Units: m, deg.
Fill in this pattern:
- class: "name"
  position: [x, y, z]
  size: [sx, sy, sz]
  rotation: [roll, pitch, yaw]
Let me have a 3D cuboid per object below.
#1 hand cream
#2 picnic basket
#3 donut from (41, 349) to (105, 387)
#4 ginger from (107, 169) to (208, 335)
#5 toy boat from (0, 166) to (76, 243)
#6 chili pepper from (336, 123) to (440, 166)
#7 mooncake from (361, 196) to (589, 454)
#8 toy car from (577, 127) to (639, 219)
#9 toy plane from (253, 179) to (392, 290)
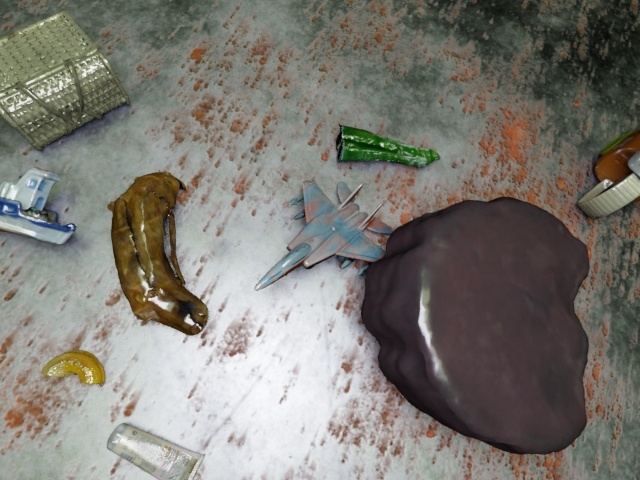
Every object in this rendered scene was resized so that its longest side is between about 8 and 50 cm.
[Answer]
- class: "hand cream"
  position: [-0.253, 0.326, 0.613]
  size: [0.143, 0.039, 0.061]
  rotation: [32, 63, -7]
- class: "picnic basket"
  position: [-0.481, -0.280, 0.727]
  size: [0.196, 0.134, 0.154]
  rotation: [-37, 77, -19]
- class: "donut"
  position: [-0.385, 0.206, 0.627]
  size: [0.067, 0.038, 0.083]
  rotation: [-38, 79, -22]
- class: "ginger"
  position: [-0.280, 0.017, 0.676]
  size: [0.133, 0.107, 0.309]
  rotation: [-1, 69, -34]
- class: "toy boat"
  position: [-0.523, -0.074, 0.656]
  size: [0.262, 0.114, 0.115]
  rotation: [13, 83, -1]
- class: "chili pepper"
  position: [0.146, -0.191, 0.838]
  size: [0.227, 0.059, 0.088]
  rotation: [5, 66, -9]
- class: "mooncake"
  position: [0.253, 0.113, 0.661]
  size: [0.351, 0.212, 0.381]
  rotation: [39, 66, -10]
- class: "toy car"
  position: [0.645, -0.129, 0.823]
  size: [0.235, 0.235, 0.145]
  rotation: [-38, 80, -19]
- class: "toy plane"
  position: [-0.002, 0.004, 0.708]
  size: [0.223, 0.104, 0.326]
  rotation: [46, 55, 8]
